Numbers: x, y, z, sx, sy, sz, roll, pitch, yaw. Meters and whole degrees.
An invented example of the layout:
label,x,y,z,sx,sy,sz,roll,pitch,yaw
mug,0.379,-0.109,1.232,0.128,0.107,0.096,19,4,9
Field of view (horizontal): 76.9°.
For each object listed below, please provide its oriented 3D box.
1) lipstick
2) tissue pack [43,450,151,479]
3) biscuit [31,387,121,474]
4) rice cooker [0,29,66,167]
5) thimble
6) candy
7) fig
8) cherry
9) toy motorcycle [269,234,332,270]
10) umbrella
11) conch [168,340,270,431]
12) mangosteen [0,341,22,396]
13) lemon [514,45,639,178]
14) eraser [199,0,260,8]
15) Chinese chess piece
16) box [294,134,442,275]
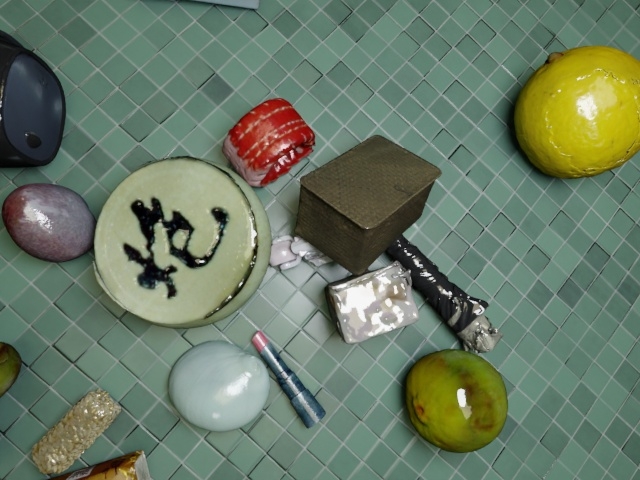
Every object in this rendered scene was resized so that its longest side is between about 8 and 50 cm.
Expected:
label,x,y,z,sx,sy,sz,roll,pitch,yaw
lipstick,-0.077,0.301,0.892,0.053,0.053,0.234,-35,88,-10
tissue pack,-0.452,0.544,0.790,0.226,0.092,0.184,-14,86,-8
biscuit,-0.493,0.387,0.815,0.082,0.070,0.168,44,82,7
rice cooker,-0.657,-0.269,0.778,0.224,0.267,0.268,6,83,-4
thimble,-0.113,-0.212,0.888,0.189,0.163,0.125,-39,88,-11
candy,0.108,0.131,0.869,0.184,0.195,0.137,-20,85,-6
fig,0.304,0.339,0.866,0.229,0.207,0.207,-1,84,-7
cherry,-0.540,-0.034,0.806,0.140,0.176,0.176,-34,89,8
toy motorcycle,0.000,0.000,0.908,0.254,0.112,0.113,-19,87,-9
umbrella,0.279,0.106,0.935,0.106,0.113,0.358,-41,88,-12
conch,-0.218,0.301,0.851,0.220,0.121,0.185,0,54,-4
mangosteen,-0.757,0.258,0.647,0.421,0.381,0.381,19,81,-19
lemon,0.604,-0.292,0.939,0.296,0.297,0.297,1,83,-8
eraser,-0.287,-0.653,0.932,0.289,0.104,0.189,-1,82,-15
Chinese chess piece,-0.275,0.003,0.823,0.349,0.146,0.350,0,85,3
box,0.099,-0.083,0.842,0.184,0.143,0.273,35,51,23
